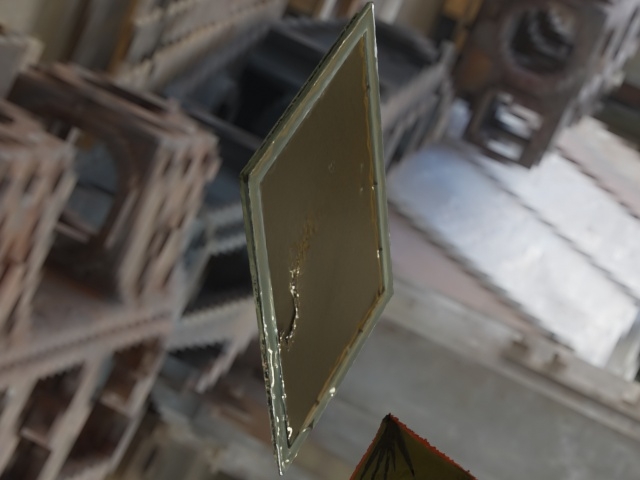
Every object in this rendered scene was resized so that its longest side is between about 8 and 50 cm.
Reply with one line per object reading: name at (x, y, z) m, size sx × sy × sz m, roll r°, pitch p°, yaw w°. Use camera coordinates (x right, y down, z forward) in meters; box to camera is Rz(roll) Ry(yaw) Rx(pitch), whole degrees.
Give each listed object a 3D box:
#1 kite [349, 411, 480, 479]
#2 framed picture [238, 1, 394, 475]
kite at (0.028, 0.243, 1.159) m, size 0.377 × 0.013 × 0.327 m, roll -35°, pitch -141°, yaw 45°
framed picture at (0.000, 0.000, 1.387) m, size 0.216 × 0.016 × 0.273 m, roll -57°, pitch 151°, yaw -45°
